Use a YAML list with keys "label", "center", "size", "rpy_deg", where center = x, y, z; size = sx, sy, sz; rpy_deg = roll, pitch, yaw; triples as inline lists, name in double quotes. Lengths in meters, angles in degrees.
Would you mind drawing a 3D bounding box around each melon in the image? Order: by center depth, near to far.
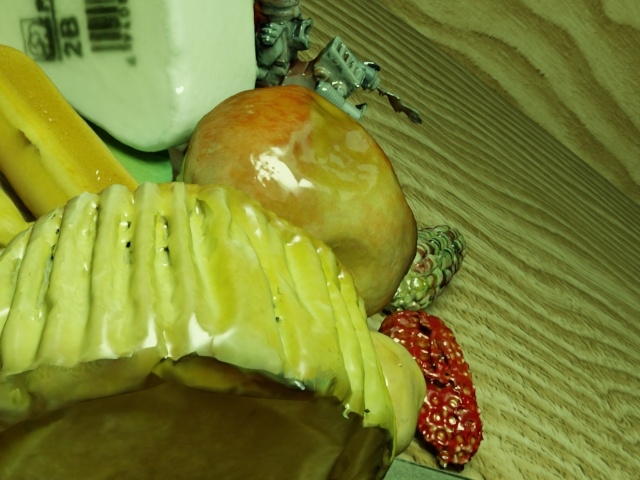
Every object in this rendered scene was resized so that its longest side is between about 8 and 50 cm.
- label: "melon"
  center: [-0.217, -0.101, 0.829]
  size: [0.114, 0.053, 0.262]
  rpy_deg: [5, 36, -27]

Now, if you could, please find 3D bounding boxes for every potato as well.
- label: "potato"
  center: [0.019, 0.129, 0.701]
  size: [0.178, 0.109, 0.119]
  rpy_deg: [14, 61, -41]

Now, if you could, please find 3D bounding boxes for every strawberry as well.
- label: "strawberry"
  center: [0.129, 0.147, 0.879]
  size: [0.121, 0.082, 0.188]
  rpy_deg: [27, 25, -38]

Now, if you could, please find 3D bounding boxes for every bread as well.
- label: "bread"
  center: [-0.091, 0.096, 0.407]
  size: [0.227, 0.253, 0.142]
  rpy_deg: [25, 26, -30]
- label: "bread"
  center: [-0.223, -0.064, 0.695]
  size: [0.239, 0.074, 0.092]
  rpy_deg: [49, 36, 16]

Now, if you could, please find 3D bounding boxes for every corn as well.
- label: "corn"
  center: [0.131, 0.028, 1.077]
  size: [0.092, 0.092, 0.280]
  rpy_deg: [46, 21, 7]

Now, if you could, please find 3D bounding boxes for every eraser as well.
- label: "eraser"
  center: [-0.184, -0.235, 0.798]
  size: [0.331, 0.331, 0.150]
  rpy_deg: [44, 32, 5]

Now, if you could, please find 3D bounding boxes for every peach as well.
- label: "peach"
  center: [-0.022, -0.018, 0.754]
  size: [0.235, 0.214, 0.214]
  rpy_deg: [25, 27, -13]

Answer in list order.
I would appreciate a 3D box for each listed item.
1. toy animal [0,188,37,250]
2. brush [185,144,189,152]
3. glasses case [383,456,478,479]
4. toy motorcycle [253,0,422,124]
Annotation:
- label: "toy animal"
  center: [-0.219, 0.004, 0.602]
  size: [0.159, 0.070, 0.083]
  rpy_deg: [35, 25, -29]
- label: "brush"
  center: [-0.079, -0.118, 1.056]
  size: [0.103, 0.013, 0.272]
  rpy_deg: [30, 22, 22]
- label: "glasses case"
  center: [0.063, 0.213, 0.674]
  size: [0.205, 0.071, 0.047]
  rpy_deg: [25, 25, -33]
- label: "toy motorcycle"
  center: [-0.025, -0.242, 1.147]
  size: [0.401, 0.207, 0.134]
  rpy_deg: [35, 46, -18]
